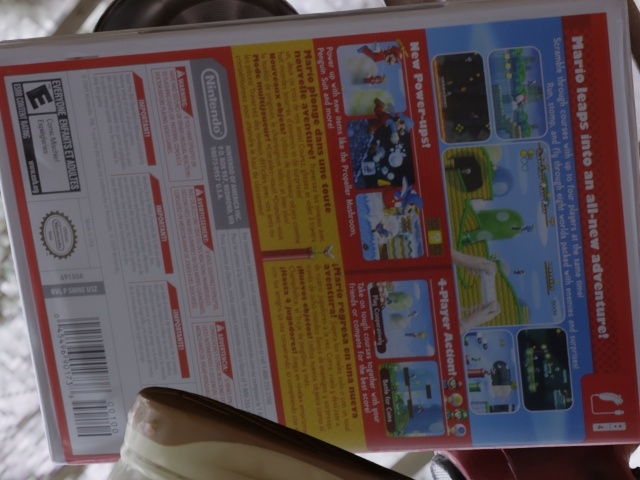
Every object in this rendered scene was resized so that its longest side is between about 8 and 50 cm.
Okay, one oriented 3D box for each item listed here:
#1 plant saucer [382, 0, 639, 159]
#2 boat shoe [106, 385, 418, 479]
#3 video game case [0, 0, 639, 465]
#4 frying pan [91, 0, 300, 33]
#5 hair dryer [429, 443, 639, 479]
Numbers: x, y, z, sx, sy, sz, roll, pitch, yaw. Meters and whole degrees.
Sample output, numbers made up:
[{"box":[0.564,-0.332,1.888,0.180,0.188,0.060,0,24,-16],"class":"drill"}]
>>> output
[{"box":[0.152,-0.165,1.435,0.050,0.310,0.310,-39,-96,-18],"class":"plant saucer"},{"box":[0.044,0.145,0.733,0.285,0.089,0.104,24,178,-12],"class":"boat shoe"},{"box":[0.000,0.000,0.845,0.025,0.285,0.204,-59,-36,-69],"class":"video game case"},{"box":[-0.126,-0.115,1.286,0.326,0.053,0.197,16,-106,-25],"class":"frying pan"},{"box":[0.167,0.155,1.048,0.224,0.080,0.293,12,-121,11],"class":"hair dryer"}]
